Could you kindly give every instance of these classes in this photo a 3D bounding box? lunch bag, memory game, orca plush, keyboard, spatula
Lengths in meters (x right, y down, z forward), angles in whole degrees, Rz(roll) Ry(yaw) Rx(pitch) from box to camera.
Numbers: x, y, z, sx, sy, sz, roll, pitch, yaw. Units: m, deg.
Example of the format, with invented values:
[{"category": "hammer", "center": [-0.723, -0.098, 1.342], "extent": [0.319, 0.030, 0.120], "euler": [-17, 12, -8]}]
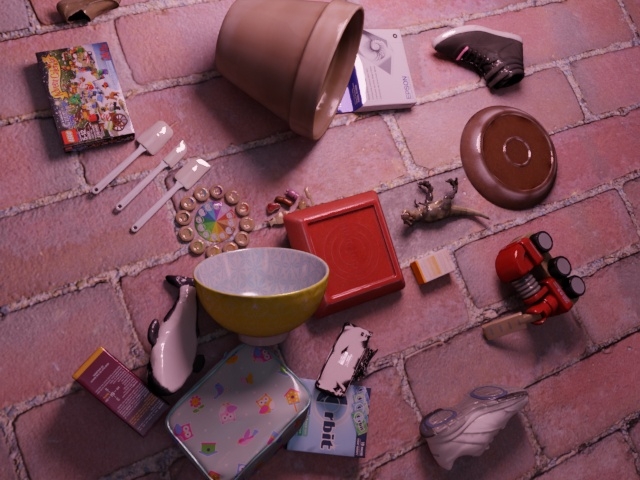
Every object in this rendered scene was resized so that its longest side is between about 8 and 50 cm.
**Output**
[{"category": "lunch bag", "center": [-0.169, 0.357, 1.266], "extent": [0.224, 0.108, 0.279], "euler": [40, 64, 21]}, {"category": "memory game", "center": [-0.245, -0.044, 1.410], "extent": [0.186, 0.012, 0.186], "euler": [4, 76, -16]}, {"category": "orca plush", "center": [-0.331, 0.205, 1.278], "extent": [0.151, 0.102, 0.287], "euler": [32, 40, -46]}, {"category": "keyboard", "center": [0.064, 0.286, 1.395], "extent": [0.100, 0.038, 0.192], "euler": [23, 54, 11]}, {"category": "spatula", "center": [-0.394, -0.149, 1.390], "extent": [0.168, 0.019, 0.242], "euler": [45, 70, -9]}]

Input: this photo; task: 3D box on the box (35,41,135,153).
[{"category": "box", "center": [-0.534, -0.327, 1.373], "extent": [0.159, 0.044, 0.233], "euler": [-17, 82, -20]}]

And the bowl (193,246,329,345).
[{"category": "bowl", "center": [-0.124, 0.132, 1.297], "extent": [0.289, 0.289, 0.156], "euler": [-6, 110, -18]}]

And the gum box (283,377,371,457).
[{"category": "gum box", "center": [0.017, 0.402, 1.367], "extent": [0.184, 0.041, 0.157], "euler": [10, 74, -13]}]

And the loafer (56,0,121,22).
[{"category": "loafer", "center": [-0.541, -0.545, 1.420], "extent": [0.147, 0.056, 0.050], "euler": [-17, 83, -10]}]

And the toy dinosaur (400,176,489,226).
[{"category": "toy dinosaur", "center": [0.314, -0.101, 1.570], "extent": [0.268, 0.064, 0.118], "euler": [-5, 85, -20]}]

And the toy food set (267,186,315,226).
[{"category": "toy food set", "center": [-0.079, -0.085, 1.468], "extent": [0.122, 0.019, 0.078], "euler": [-20, 83, -12]}]

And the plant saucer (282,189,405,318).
[{"category": "plant saucer", "center": [0.068, 0.026, 1.432], "extent": [0.259, 0.047, 0.259], "euler": [-17, 88, -21]}]

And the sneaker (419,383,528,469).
[{"category": "sneaker", "center": [0.376, 0.439, 1.449], "extent": [0.297, 0.111, 0.129], "euler": [-20, 99, -16]}]

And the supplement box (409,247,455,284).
[{"category": "supplement box", "center": [0.285, 0.066, 1.530], "extent": [0.098, 0.036, 0.062], "euler": [-20, 83, -20]}]

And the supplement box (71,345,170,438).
[{"category": "supplement box", "center": [-0.403, 0.308, 1.229], "extent": [0.188, 0.104, 0.081], "euler": [42, 70, -4]}]

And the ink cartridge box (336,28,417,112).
[{"category": "ink cartridge box", "center": [0.129, -0.454, 1.602], "extent": [0.223, 0.045, 0.224], "euler": [-9, 80, -18]}]

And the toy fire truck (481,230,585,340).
[{"category": "toy fire truck", "center": [0.512, 0.129, 1.541], "extent": [0.246, 0.158, 0.217], "euler": [-35, 89, -31]}]

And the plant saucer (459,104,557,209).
[{"category": "plant saucer", "center": [0.536, -0.240, 1.674], "extent": [0.310, 0.050, 0.311], "euler": [3, 77, -16]}]

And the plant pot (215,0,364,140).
[{"category": "plant pot", "center": [-0.082, -0.433, 1.422], "extent": [0.280, 0.323, 0.323], "euler": [22, 71, 7]}]

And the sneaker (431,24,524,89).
[{"category": "sneaker", "center": [0.454, -0.503, 1.679], "extent": [0.295, 0.104, 0.147], "euler": [-1, 72, -21]}]
